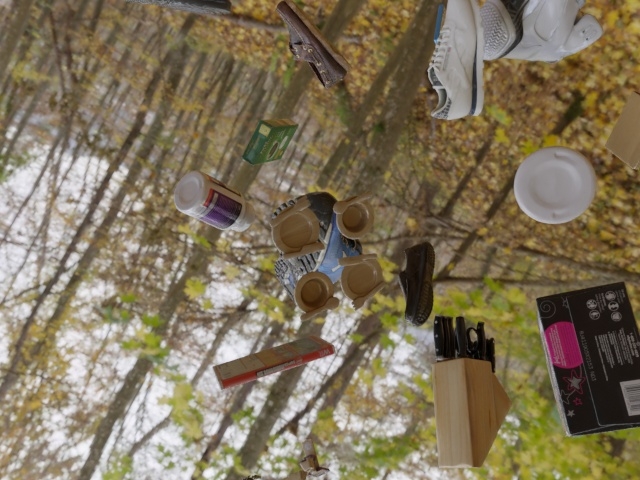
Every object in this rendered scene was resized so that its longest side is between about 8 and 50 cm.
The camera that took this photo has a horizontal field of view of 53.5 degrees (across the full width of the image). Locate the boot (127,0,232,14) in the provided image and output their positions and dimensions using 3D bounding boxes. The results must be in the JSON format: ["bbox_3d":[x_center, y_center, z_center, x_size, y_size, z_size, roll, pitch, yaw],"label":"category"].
[{"bbox_3d":[-0.363,-0.813,1.571,0.366,0.445,0.146,14,-167,14],"label":"boot"}]

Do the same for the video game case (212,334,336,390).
[{"bbox_3d":[-0.121,0.297,1.574,0.285,0.025,0.204,-16,-177,-13],"label":"video game case"}]

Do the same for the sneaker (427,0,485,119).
[{"bbox_3d":[0.249,-0.345,1.186,0.094,0.235,0.090,-6,-168,-2],"label":"sneaker"}]

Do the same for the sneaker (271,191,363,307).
[{"bbox_3d":[0.000,0.000,1.162,0.130,0.147,0.330,52,159,17],"label":"sneaker"}]

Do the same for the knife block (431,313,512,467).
[{"bbox_3d":[0.283,0.293,1.314,0.088,0.275,0.242,-24,105,46],"label":"knife block"}]

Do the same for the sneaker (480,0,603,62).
[{"bbox_3d":[0.458,-0.493,1.213,0.210,0.137,0.366,7,140,-15],"label":"sneaker"}]

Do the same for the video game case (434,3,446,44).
[{"bbox_3d":[0.353,-0.555,1.772,0.015,0.119,0.166,0,157,27],"label":"video game case"}]

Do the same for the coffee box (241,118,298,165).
[{"bbox_3d":[-0.126,-0.255,1.623,0.040,0.113,0.184,34,-158,10],"label":"coffee box"}]

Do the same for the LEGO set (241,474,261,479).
[{"bbox_3d":[-0.122,0.371,0.937,0.023,0.083,0.054,42,172,7],"label":"LEGO set"}]

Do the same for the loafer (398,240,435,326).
[{"bbox_3d":[0.230,0.108,1.553,0.078,0.220,0.080,-6,148,32],"label":"loafer"}]

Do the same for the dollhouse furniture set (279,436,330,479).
[{"bbox_3d":[-0.057,0.473,1.361,0.091,0.114,0.081,40,-156,-53],"label":"dollhouse furniture set"}]

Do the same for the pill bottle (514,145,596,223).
[{"bbox_3d":[0.487,-0.116,1.329,0.152,0.152,0.272,28,-166,15],"label":"pill bottle"}]

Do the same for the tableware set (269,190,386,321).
[{"bbox_3d":[0.015,0.019,0.808,0.141,0.169,0.020,-20,-164,-23],"label":"tableware set"}]

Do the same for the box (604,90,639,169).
[{"bbox_3d":[1.000,-0.352,2.020,0.021,0.201,0.164,3,-147,-18],"label":"box"}]

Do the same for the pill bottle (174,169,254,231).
[{"bbox_3d":[-0.253,-0.088,1.556,0.108,0.108,0.193,27,180,40],"label":"pill bottle"}]

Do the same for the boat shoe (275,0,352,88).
[{"bbox_3d":[-0.020,-0.354,1.164,0.207,0.073,0.073,38,-161,-45],"label":"boat shoe"}]

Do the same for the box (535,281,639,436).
[{"bbox_3d":[0.501,0.221,1.161,0.163,0.247,0.142,-13,161,13],"label":"box"}]
